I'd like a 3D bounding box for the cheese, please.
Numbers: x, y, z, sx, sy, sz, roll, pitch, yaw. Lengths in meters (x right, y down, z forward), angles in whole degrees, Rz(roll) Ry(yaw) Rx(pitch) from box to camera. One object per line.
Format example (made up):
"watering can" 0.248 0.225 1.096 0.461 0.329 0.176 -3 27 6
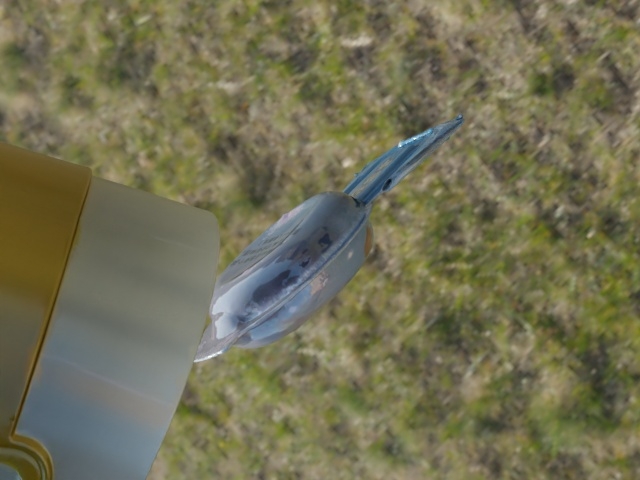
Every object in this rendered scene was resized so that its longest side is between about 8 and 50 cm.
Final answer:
"cheese" 0.000 0.000 0.903 0.052 0.245 0.135 52 149 -12

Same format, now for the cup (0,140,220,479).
"cup" -0.186 0.051 0.616 0.226 0.185 0.241 24 130 -17
